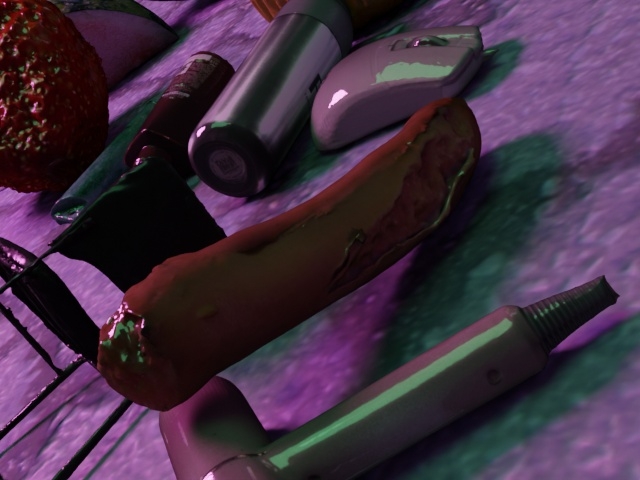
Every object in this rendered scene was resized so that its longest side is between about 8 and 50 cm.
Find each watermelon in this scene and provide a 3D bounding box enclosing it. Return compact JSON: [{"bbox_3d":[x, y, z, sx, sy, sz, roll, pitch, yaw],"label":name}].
[{"bbox_3d":[-0.355,-0.309,1.629,0.260,0.256,0.176,-111,31,-58],"label":"watermelon"}]

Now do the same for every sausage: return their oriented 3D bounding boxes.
[{"bbox_3d":[0.000,0.000,0.607,0.304,0.078,0.078,-33,17,-34],"label":"sausage"}]

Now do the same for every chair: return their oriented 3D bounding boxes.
[{"bbox_3d":[-0.177,0.050,0.733,0.221,0.140,0.145,-43,25,-17],"label":"chair"}]

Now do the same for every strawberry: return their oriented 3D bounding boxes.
[{"bbox_3d":[-0.363,-0.156,1.269,0.250,0.238,0.288,-46,53,-6],"label":"strawberry"}]

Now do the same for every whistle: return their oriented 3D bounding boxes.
[{"bbox_3d":[-0.229,-0.084,1.173,0.039,0.039,0.186,-12,35,45],"label":"whistle"}]

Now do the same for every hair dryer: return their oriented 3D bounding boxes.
[{"bbox_3d":[0.027,0.070,0.512,0.220,0.053,0.195,-39,23,-5],"label":"hair dryer"}]

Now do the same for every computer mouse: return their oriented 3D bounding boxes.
[{"bbox_3d":[0.055,-0.129,0.836,0.182,0.056,0.089,-17,35,37],"label":"computer mouse"}]

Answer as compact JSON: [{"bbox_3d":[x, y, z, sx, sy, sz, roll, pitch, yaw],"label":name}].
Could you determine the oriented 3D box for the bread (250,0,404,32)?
[{"bbox_3d":[0.029,-0.320,1.118,0.227,0.142,0.253,-26,23,27],"label":"bread"}]

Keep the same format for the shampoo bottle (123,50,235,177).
[{"bbox_3d":[-0.144,-0.109,1.067,0.068,0.067,0.236,-43,17,40],"label":"shampoo bottle"}]

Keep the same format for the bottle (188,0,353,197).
[{"bbox_3d":[-0.038,-0.135,0.956,0.096,0.079,0.253,111,-176,-47],"label":"bottle"}]

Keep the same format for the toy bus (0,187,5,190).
[{"bbox_3d":[-0.446,-0.163,1.574,0.081,0.074,0.226,-21,28,31],"label":"toy bus"}]
